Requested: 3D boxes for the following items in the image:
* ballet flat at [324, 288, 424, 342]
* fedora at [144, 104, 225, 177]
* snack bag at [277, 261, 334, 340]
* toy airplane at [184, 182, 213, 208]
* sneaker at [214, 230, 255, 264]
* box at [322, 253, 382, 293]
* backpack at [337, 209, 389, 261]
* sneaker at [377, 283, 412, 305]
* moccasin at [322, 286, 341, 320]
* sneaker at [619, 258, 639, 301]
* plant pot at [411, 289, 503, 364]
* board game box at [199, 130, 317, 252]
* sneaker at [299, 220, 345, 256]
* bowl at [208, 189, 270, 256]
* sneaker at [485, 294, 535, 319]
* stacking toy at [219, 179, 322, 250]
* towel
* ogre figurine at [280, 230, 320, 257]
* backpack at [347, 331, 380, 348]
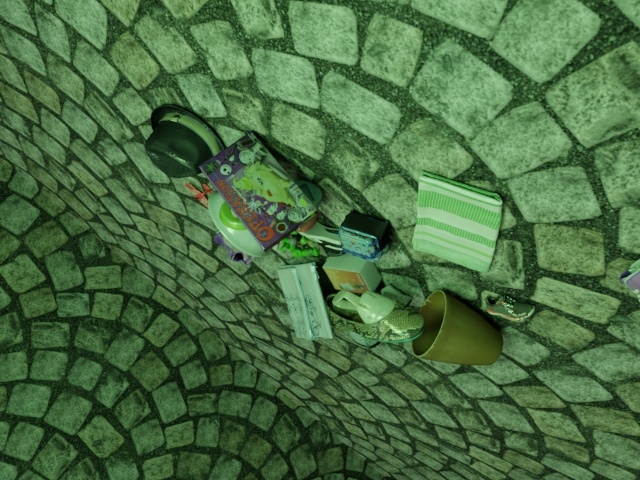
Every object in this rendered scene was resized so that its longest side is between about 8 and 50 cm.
[{"bbox_3d":[0.155,0.252,1.866,0.182,0.164,0.483,52,155,-18],"label":"ballet flat"},{"bbox_3d":[-0.500,-0.316,1.866,0.334,0.152,0.334,25,148,17],"label":"fedora"},{"bbox_3d":[-0.065,0.252,2.135,0.342,0.037,0.323,-11,94,63],"label":"snack bag"},{"bbox_3d":[-0.481,-0.190,2.139,0.151,0.028,0.151,24,148,16],"label":"toy airplane"},{"bbox_3d":[-0.374,0.036,2.273,0.236,0.104,0.095,23,148,21],"label":"sneaker"},{"bbox_3d":[0.117,0.117,1.927,0.170,0.091,0.130,5,138,40],"label":"box"},{"bbox_3d":[0.146,0.004,1.725,0.158,0.117,0.173,20,149,25],"label":"backpack"},{"bbox_3d":[0.245,0.263,2.008,0.118,0.110,0.292,40,143,10],"label":"sneaker"},{"bbox_3d":[0.011,0.291,2.252,0.137,0.117,0.342,33,147,-18],"label":"moccasin"},{"bbox_3d":[0.818,0.140,1.295,0.161,0.102,0.282,20,136,29],"label":"sneaker"},{"bbox_3d":[0.474,0.320,1.771,0.254,0.237,0.237,21,150,-8],"label":"plant pot"},{"bbox_3d":[-0.194,-0.157,1.635,0.347,0.208,0.056,50,173,14],"label":"board game box"},{"bbox_3d":[0.000,0.000,1.889,0.216,0.079,0.121,20,145,20],"label":"sneaker"},{"bbox_3d":[-0.241,-0.098,1.855,0.134,0.298,0.298,-39,106,23],"label":"bowl"},{"bbox_3d":[0.582,0.202,1.634,0.158,0.061,0.065,-2,127,44],"label":"sneaker"},{"bbox_3d":[-0.164,-0.138,1.685,0.309,0.279,0.130,27,137,15],"label":"stacking toy"},{"bbox_3d":[0.385,-0.043,1.506,0.247,0.038,0.325,20,146,21],"label":"towel"},{"bbox_3d":[-0.100,-0.008,1.962,0.197,0.097,0.118,34,139,-21],"label":"ogre figurine"},{"bbox_3d":[0.175,0.360,2.183,0.152,0.115,0.182,16,142,33],"label":"backpack"}]
